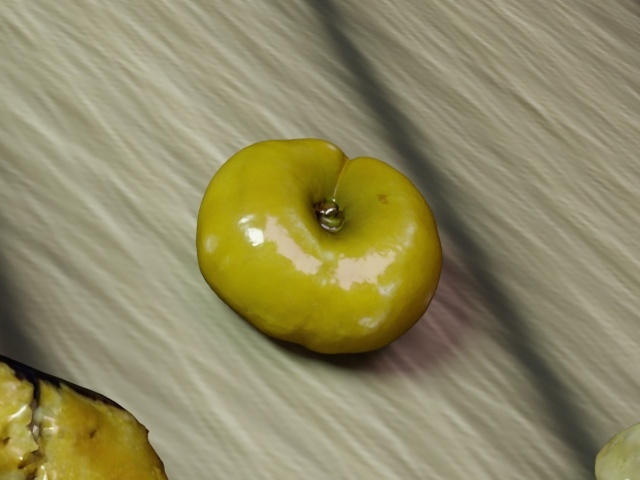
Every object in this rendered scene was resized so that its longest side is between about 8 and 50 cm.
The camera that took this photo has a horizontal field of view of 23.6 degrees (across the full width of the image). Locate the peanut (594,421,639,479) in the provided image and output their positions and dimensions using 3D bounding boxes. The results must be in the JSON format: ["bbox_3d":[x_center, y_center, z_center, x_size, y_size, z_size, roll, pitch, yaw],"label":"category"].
[{"bbox_3d":[0.313,0.187,1.025,0.274,0.111,0.125,19,38,-5],"label":"peanut"}]

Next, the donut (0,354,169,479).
[{"bbox_3d":[-0.179,0.167,0.797,0.253,0.118,0.253,23,43,-23],"label":"donut"}]

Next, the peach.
[{"bbox_3d":[0.000,0.000,1.082,0.179,0.103,0.179,13,41,-12],"label":"peach"}]
